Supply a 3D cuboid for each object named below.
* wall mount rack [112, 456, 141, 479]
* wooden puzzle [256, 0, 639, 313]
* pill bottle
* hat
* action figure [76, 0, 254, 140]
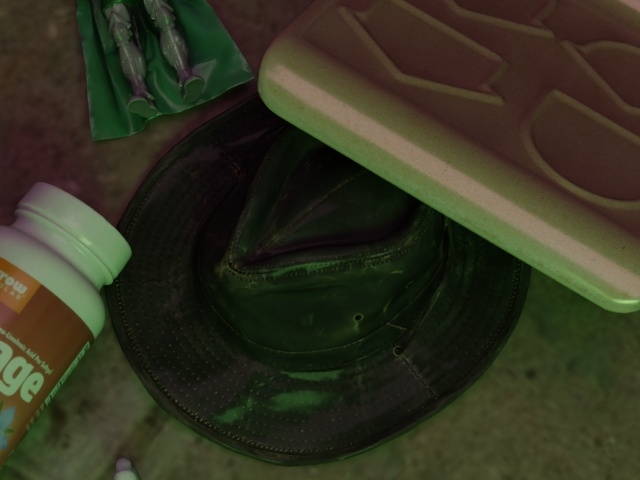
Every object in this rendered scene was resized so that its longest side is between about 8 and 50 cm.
[{"bbox_3d":[-0.209,0.318,1.327,0.350,0.130,0.304,-10,72,-3],"label":"wall mount rack"},{"bbox_3d":[0.150,-0.108,1.464,0.322,0.080,0.348,31,41,7],"label":"wooden puzzle"},{"bbox_3d":[-0.236,0.068,1.423,0.121,0.121,0.216,31,73,11],"label":"pill bottle"},{"bbox_3d":[0.000,0.000,1.444,0.331,0.134,0.331,0,70,-1],"label":"hat"},{"bbox_3d":[-0.156,-0.207,1.562,0.137,0.063,0.232,-20,67,-4],"label":"action figure"}]
